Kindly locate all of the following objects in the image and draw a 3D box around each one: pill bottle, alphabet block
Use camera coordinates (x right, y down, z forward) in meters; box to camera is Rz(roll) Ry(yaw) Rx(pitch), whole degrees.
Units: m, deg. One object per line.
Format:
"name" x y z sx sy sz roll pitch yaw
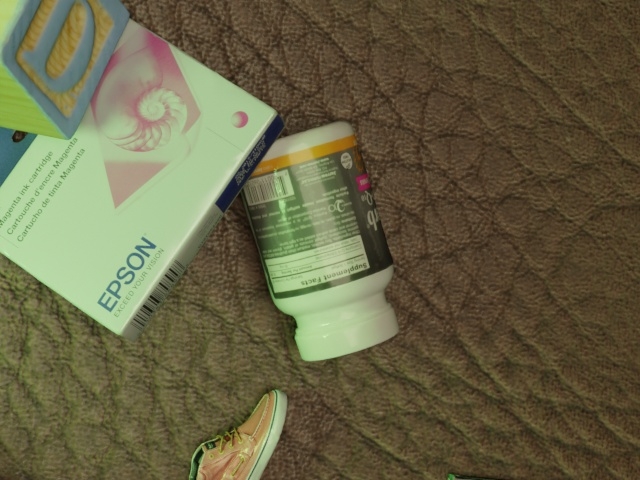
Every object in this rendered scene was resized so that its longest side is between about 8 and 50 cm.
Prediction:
"pill bottle" 0.000 0.000 1.822 0.162 0.162 0.278 -18 95 -11
"alphabet block" -0.371 -0.251 1.667 0.197 0.193 0.192 13 67 23

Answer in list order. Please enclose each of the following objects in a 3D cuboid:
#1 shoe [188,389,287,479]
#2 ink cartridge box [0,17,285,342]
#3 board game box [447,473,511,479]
"shoe" -0.110 0.266 1.853 0.081 0.063 0.178 23 91 -17
"ink cartridge box" -0.265 -0.099 1.740 0.330 0.071 0.324 32 84 15
"board game box" 0.221 0.450 1.947 0.136 0.030 0.260 9 89 -14
